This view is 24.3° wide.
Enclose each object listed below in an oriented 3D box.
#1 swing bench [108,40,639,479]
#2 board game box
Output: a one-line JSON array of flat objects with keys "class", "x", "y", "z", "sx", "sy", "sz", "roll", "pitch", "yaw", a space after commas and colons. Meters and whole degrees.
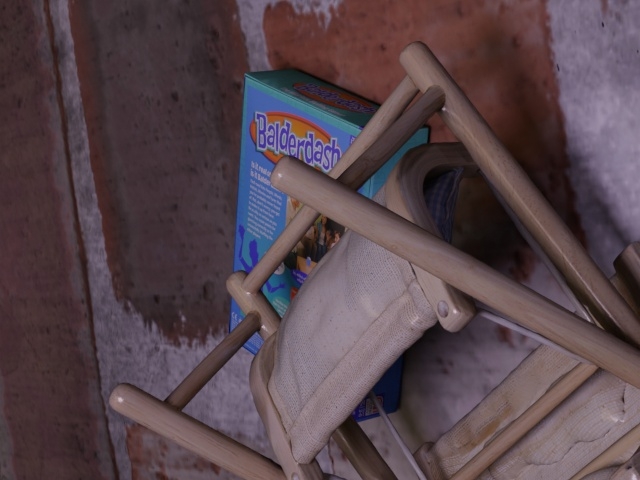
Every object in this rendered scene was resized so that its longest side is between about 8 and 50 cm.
[{"class": "swing bench", "x": 0.054, "y": 0.075, "z": 0.862, "sx": 0.255, "sy": 0.165, "sz": 0.253, "roll": 42, "pitch": 133, "yaw": 2}, {"class": "board game box", "x": 0.000, "y": 0.000, "z": 1.047, "sx": 0.160, "sy": 0.047, "sz": 0.210, "roll": 31, "pitch": 123, "yaw": 48}]
